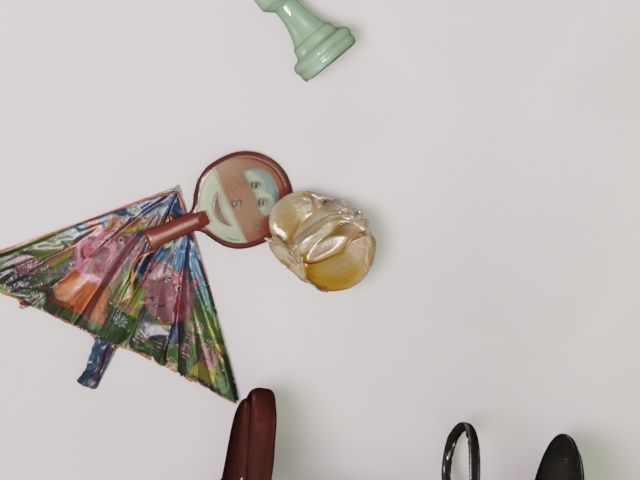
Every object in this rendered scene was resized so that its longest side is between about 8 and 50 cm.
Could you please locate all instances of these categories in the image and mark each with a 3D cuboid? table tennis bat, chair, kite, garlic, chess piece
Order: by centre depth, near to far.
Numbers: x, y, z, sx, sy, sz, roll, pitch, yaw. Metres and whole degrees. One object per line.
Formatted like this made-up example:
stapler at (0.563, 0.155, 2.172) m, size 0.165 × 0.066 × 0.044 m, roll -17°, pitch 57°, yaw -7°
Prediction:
chess piece at (-0.021, -0.211, 1.613) m, size 0.067 × 0.067 × 0.103 m, roll -39°, pitch 94°, yaw 7°
garlic at (0.003, -0.003, 1.661) m, size 0.094 × 0.074 × 0.113 m, roll -41°, pitch 98°, yaw 2°
chair at (0.040, 0.275, 1.663) m, size 0.401 × 0.226 × 0.226 m, roll 8°, pitch 104°, yaw -5°
table tennis bat at (-0.102, -0.030, 1.672) m, size 0.154 × 0.019 × 0.098 m, roll -23°, pitch 105°, yaw -5°
kite at (-0.199, 0.045, 1.691) m, size 0.321 × 0.016 × 0.234 m, roll 25°, pitch 102°, yaw -10°
